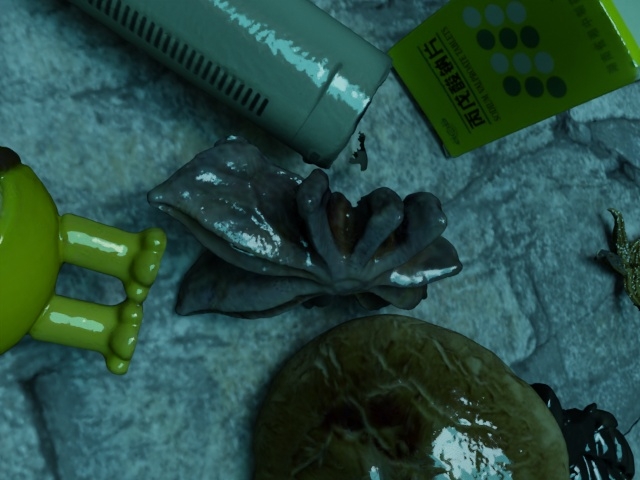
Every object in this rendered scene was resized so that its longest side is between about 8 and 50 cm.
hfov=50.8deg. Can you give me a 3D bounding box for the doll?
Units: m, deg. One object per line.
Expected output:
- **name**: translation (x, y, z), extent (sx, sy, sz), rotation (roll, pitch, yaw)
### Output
- **doll**: translation (-0.286, -0.016, 0.425), extent (0.363, 0.145, 0.199), rotation (18, 89, -17)

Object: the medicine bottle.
- **medicine bottle**: translation (0.195, -0.189, 0.613), extent (0.141, 0.250, 0.137), rotation (-40, 99, -26)

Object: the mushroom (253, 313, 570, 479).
- **mushroom**: translation (0.057, 0.197, 0.539), extent (0.278, 0.146, 0.278), rotation (-1, 85, 10)

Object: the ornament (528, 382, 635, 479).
- **ornament**: translation (0.242, 0.286, 0.666), extent (0.260, 0.106, 0.251), rotation (29, 75, -24)

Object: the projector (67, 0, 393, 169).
- **projector**: translation (-0.109, -0.188, 0.518), extent (0.337, 0.108, 0.108), rotation (33, 71, -8)

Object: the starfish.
- **starfish**: translation (0.356, 0.033, 0.771), extent (0.133, 0.041, 0.130), rotation (8, 72, -17)

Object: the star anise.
- **star anise**: translation (-0.005, -0.001, 0.537), extent (0.258, 0.198, 0.110), rotation (3, 61, -12)

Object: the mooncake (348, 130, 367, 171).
- **mooncake**: translation (0.043, -0.238, 0.652), extent (0.150, 0.057, 0.346), rotation (-5, 99, -67)
